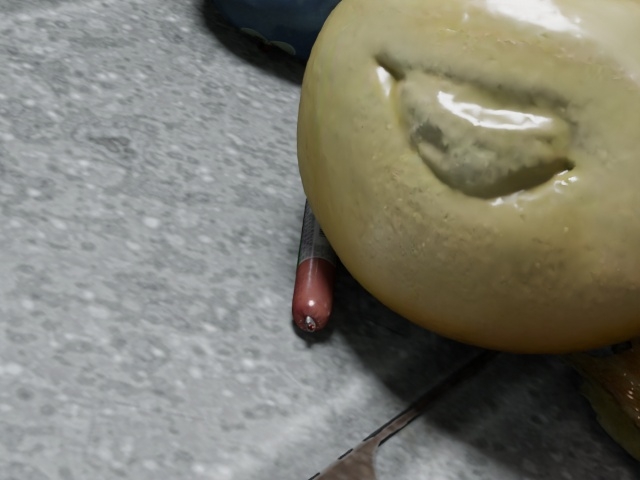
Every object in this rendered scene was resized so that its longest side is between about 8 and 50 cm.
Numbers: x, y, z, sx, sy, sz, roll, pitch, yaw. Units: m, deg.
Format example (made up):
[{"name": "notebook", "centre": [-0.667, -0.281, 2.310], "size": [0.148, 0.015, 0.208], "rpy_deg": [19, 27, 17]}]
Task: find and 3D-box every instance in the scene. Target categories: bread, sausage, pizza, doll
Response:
[{"name": "bread", "centre": [0.163, -0.066, 1.101], "size": [0.348, 0.253, 0.376], "rpy_deg": [18, 15, 14]}, {"name": "sausage", "centre": [0.000, 0.000, 1.118], "size": [0.029, 0.029, 0.223], "rpy_deg": [21, 31, -9]}, {"name": "pizza", "centre": [0.266, 0.138, 1.108], "size": [0.262, 0.034, 0.181], "rpy_deg": [34, 31, 14]}, {"name": "doll", "centre": [-0.015, -0.252, 1.394], "size": [0.228, 0.154, 0.258], "rpy_deg": [26, 37, -9]}]
